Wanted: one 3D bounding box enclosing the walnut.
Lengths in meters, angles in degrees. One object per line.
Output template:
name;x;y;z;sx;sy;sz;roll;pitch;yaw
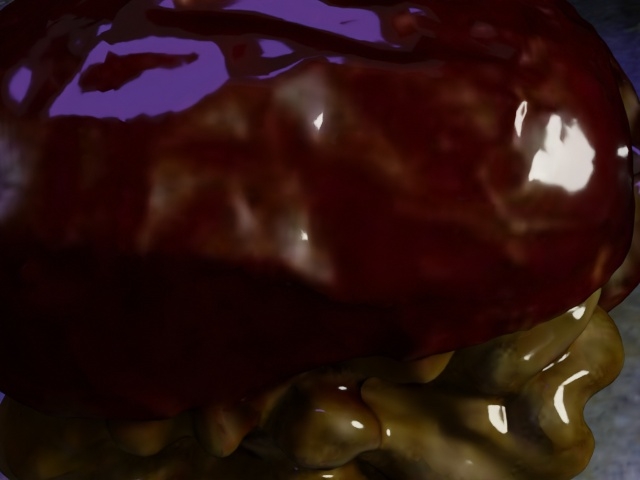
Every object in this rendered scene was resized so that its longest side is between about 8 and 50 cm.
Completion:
walnut;0.000;0.000;0.504;0.268;0.222;0.244;-8;64;9
